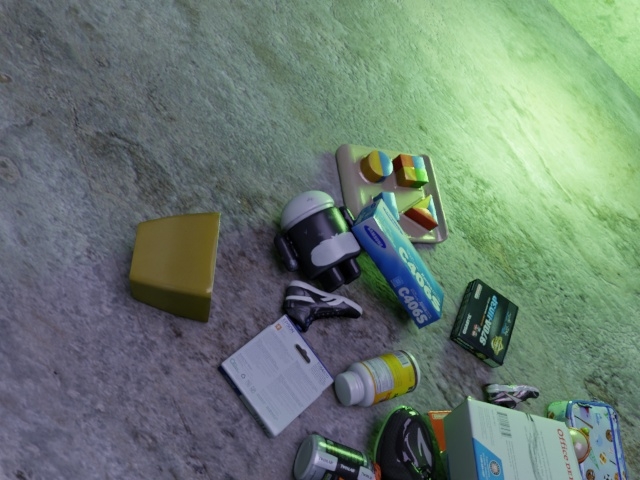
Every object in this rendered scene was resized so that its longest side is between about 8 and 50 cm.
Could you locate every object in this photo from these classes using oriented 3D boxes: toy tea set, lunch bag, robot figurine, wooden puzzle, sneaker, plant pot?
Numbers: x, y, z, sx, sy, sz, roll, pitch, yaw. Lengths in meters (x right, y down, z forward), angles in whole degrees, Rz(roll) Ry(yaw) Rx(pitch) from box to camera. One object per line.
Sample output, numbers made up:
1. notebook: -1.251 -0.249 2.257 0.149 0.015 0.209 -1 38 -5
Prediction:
1. toy tea set: 0.628 0.651 1.641 0.124 0.199 0.336 53 45 -51
2. lunch bag: 0.811 0.626 1.801 0.243 0.115 0.304 15 63 -23
3. robot figurine: 0.001 0.000 1.639 0.278 0.173 0.209 61 24 8
4. wooden puzzle: 0.237 -0.154 1.877 0.347 0.080 0.322 1 68 -26
5. sneaker: -0.001 0.201 1.608 0.216 0.079 0.121 21 63 -8
6. sneaker: 0.567 0.468 1.783 0.178 0.072 0.077 6 77 -15
7. plant pot: -0.346 0.060 1.426 0.187 0.212 0.212 6 65 -10
8. sneaker: 0.251 0.644 1.440 0.185 0.202 0.483 6 68 -30

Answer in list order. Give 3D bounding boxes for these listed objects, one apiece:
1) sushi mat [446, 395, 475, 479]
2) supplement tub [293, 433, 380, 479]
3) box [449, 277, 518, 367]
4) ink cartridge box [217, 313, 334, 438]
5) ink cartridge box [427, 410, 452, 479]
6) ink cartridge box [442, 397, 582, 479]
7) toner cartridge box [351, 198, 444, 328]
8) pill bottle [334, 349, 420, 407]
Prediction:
1. sushi mat: 0.434 0.584 1.633 0.151 0.019 0.317 32 44 0
2. supplement tub: 0.042 0.551 1.443 0.190 0.117 0.117 25 59 -14
3. box: 0.509 0.254 1.849 0.175 0.051 0.220 35 58 -9
4. ink cartridge box: -0.108 0.336 1.506 0.224 0.045 0.223 -35 87 -35
5. ink cartridge box: 0.444 0.559 1.604 0.274 0.060 0.239 6 51 -25
6. ink cartridge box: 0.477 0.551 1.494 0.307 0.129 0.223 17 45 -15
7. toner cartridge box: 0.225 0.063 1.695 0.348 0.075 0.165 55 23 -10
8. pill bottle: 0.148 0.367 1.578 0.214 0.117 0.117 -9 73 -29
